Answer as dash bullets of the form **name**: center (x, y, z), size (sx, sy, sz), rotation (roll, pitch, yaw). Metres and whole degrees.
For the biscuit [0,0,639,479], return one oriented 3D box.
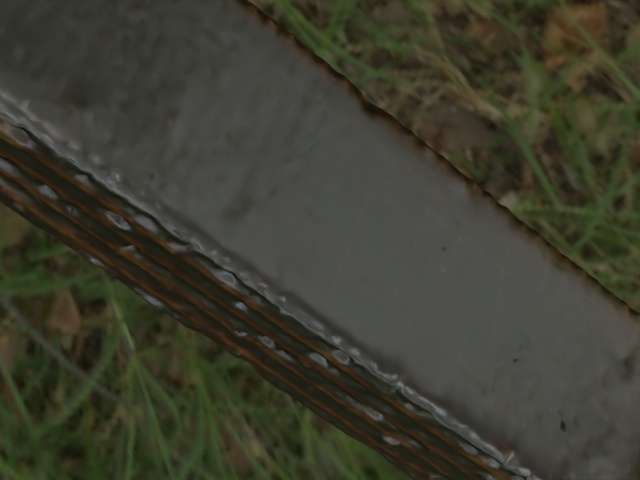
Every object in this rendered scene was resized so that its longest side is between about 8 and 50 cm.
- **biscuit**: center (0.000, 0.000, 0.718), size (0.388, 0.073, 0.107), rotation (37, 62, -26)
